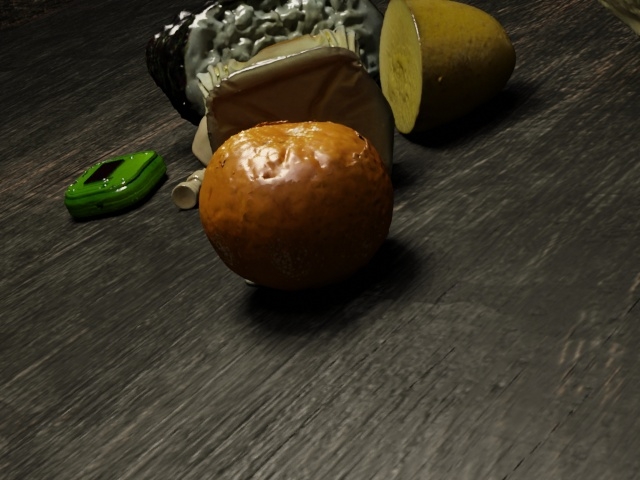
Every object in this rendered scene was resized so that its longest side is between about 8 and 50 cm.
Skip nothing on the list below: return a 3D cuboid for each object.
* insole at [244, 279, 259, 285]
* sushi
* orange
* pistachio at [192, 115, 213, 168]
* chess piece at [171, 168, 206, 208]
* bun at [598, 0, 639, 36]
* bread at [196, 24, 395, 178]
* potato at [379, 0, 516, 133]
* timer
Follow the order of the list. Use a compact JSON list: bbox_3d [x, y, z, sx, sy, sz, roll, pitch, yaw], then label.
[{"bbox_3d":[0.000,0.000,1.143,0.193,0.006,0.065,-29,25,-22],"label":"insole"},{"bbox_3d":[-0.072,-0.272,1.550,0.350,0.211,0.171,-22,19,-21],"label":"sushi"},{"bbox_3d":[-0.023,-0.033,1.046,0.193,0.161,0.193,-5,29,3],"label":"orange"},{"bbox_3d":[-0.056,-0.141,1.352,0.223,0.126,0.152,-18,57,-9],"label":"pistachio"},{"bbox_3d":[-0.164,-0.075,1.398,0.035,0.035,0.092,-10,22,21],"label":"chess piece"},{"bbox_3d":[0.480,-0.333,1.243,0.365,0.219,0.365,-1,29,1],"label":"bun"},{"bbox_3d":[-0.025,-0.136,1.225,0.210,0.192,0.110,-20,21,-1],"label":"bread"},{"bbox_3d":[0.170,-0.228,1.341,0.158,0.178,0.203,-6,-2,-6],"label":"potato"},{"bbox_3d":[-0.291,-0.082,1.487,0.128,0.047,0.140,-10,25,22],"label":"timer"}]
